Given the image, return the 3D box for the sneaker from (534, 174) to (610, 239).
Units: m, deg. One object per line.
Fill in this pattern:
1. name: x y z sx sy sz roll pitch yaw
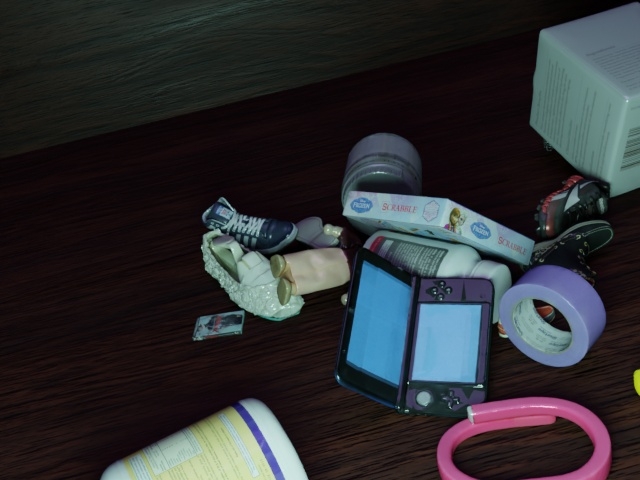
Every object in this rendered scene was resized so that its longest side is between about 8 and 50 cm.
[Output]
1. sneaker: 0.645 -0.082 1.942 0.135 0.098 0.276 12 35 41

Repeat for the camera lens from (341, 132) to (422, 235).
1. camera lens: 0.173 -0.160 2.142 0.219 0.219 0.274 -6 29 11

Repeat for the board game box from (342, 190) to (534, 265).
1. board game box: 0.271 -0.030 1.778 0.318 0.066 0.318 21 -7 -39

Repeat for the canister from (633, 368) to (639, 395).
1. canister: 0.665 0.245 1.365 0.170 0.073 0.126 -21 29 -13

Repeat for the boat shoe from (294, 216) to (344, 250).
1. boat shoe: 0.000 0.000 2.063 0.095 0.079 0.254 -38 26 -13

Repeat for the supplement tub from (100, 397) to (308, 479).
1. supplement tub: -0.199 0.421 1.208 0.331 0.241 0.241 -23 30 -20

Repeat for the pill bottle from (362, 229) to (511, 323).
1. pill bottle: 0.252 0.085 1.709 0.318 0.176 0.176 12 37 38

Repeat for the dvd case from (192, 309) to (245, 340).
1. dvd case: -0.245 0.206 1.858 0.119 0.013 0.087 -10 28 6

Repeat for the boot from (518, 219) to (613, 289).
1. boot: 0.592 0.050 1.741 0.236 0.085 0.178 -21 31 -4

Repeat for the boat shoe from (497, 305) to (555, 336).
1. boat shoe: 0.439 0.164 1.633 0.137 0.043 0.049 -17 27 -12

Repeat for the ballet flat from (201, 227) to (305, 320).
1. ballet flat: -0.197 0.074 1.956 0.147 0.147 0.409 -28 33 -27

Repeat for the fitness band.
1. fitness band: 0.343 0.357 1.308 0.291 0.054 0.209 -10 29 7

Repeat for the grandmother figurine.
1. grandmother figurine: 0.053 0.056 1.867 0.342 0.208 0.104 -8 -9 -23

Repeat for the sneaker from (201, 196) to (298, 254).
1. sneaker: -0.205 -0.043 2.103 0.282 0.153 0.099 -2 50 38

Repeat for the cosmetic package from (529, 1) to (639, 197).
1. cosmetic package: 0.826 -0.392 2.105 0.327 0.329 0.394 -19 46 -11

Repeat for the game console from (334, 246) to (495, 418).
1. game console: 0.189 0.170 1.469 0.250 0.173 0.293 -2 59 22

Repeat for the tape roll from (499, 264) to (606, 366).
1. tape roll: 0.452 0.148 1.504 0.189 0.189 0.080 16 39 42

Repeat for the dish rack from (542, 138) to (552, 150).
1. dish rack: 0.784 -0.334 2.382 0.208 0.074 0.271 -5 31 15
